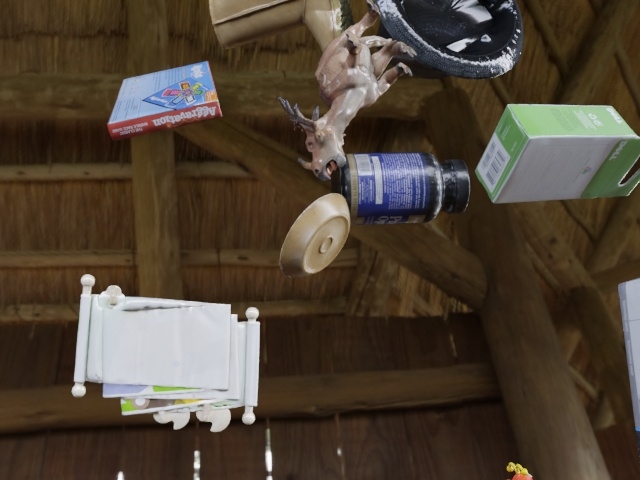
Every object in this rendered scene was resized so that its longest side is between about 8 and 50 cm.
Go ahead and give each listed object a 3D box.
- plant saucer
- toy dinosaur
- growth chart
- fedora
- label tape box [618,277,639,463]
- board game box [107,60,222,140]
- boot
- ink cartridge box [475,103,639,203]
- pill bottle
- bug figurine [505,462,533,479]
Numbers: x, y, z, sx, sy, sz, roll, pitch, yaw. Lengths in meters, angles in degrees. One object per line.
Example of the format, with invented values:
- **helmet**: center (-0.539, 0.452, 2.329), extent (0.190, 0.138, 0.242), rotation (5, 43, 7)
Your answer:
- **plant saucer**: center (0.000, 0.000, 0.537), extent (0.083, 0.015, 0.083), rotation (-38, -31, -28)
- **toy dinosaur**: center (0.032, -0.251, 0.994), extent (0.127, 0.295, 0.200), rotation (38, -51, -21)
- **growth chart**: center (-0.186, 0.145, 0.781), extent (0.238, 0.171, 0.021), rotation (11, 1, -12)
- **fedora**: center (0.227, -0.411, 1.236), extent (0.334, 0.333, 0.152), rotation (10, -24, -20)
- **label tape box**: center (0.406, 0.126, 0.524), extent (0.106, 0.240, 0.333), rotation (1, -12, -11)
- **board game box**: center (-0.227, -0.213, 0.937), extent (0.145, 0.281, 0.027), rotation (-15, -62, -5)
- **boot**: center (-0.073, -0.408, 1.219), extent (0.270, 0.235, 0.089), rotation (-6, 1, 22)
- **ink cartridge box**: center (0.313, -0.108, 0.792), extent (0.210, 0.062, 0.108), rotation (-3, -40, -17)
- **pill bottle**: center (0.132, -0.089, 1.076), extent (0.220, 0.122, 0.122), rotation (-2, -38, -6)
- **bug figurine**: center (0.257, 0.374, 0.852), extent (0.216, 0.072, 0.279), rotation (-23, -11, -16)
